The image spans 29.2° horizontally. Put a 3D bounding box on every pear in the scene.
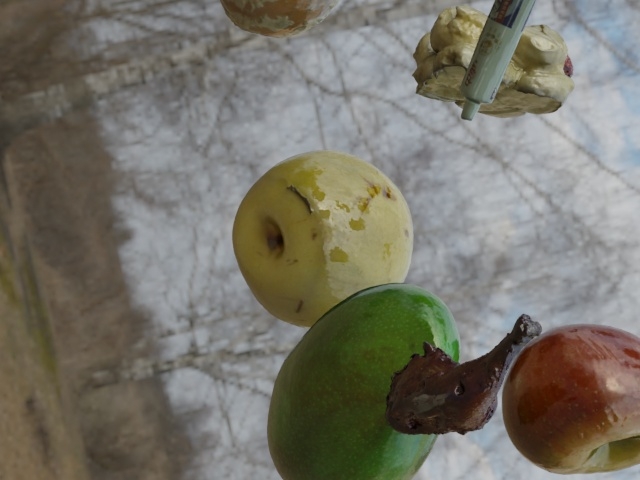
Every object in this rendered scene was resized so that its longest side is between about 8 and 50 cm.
[{"bbox_3d":[0.000,0.000,2.026,0.309,0.309,0.309,168,-90,-81],"label":"pear"}]

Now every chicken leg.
[{"bbox_3d":[0.125,0.129,1.117,0.205,0.053,0.093,-19,-116,47],"label":"chicken leg"}]

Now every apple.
[{"bbox_3d":[0.348,0.201,1.584,0.210,0.235,0.173,-44,-135,33],"label":"apple"}]

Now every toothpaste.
[{"bbox_3d":[0.193,-0.229,1.261,0.060,0.038,0.233,48,-56,51],"label":"toothpaste"}]

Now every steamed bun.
[{"bbox_3d":[0.207,-0.221,1.509,0.192,0.177,0.106,158,-57,-72],"label":"steamed bun"}]

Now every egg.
[{"bbox_3d":[-0.056,-0.423,1.914,0.245,0.203,0.203,-40,-124,40],"label":"egg"}]

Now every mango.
[{"bbox_3d":[0.053,0.184,1.433,0.382,0.201,0.225,-55,-169,54],"label":"mango"}]

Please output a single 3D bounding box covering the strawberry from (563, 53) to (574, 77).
[{"bbox_3d":[0.356,-0.273,1.892,0.073,0.073,0.083,97,8,-63],"label":"strawberry"}]
